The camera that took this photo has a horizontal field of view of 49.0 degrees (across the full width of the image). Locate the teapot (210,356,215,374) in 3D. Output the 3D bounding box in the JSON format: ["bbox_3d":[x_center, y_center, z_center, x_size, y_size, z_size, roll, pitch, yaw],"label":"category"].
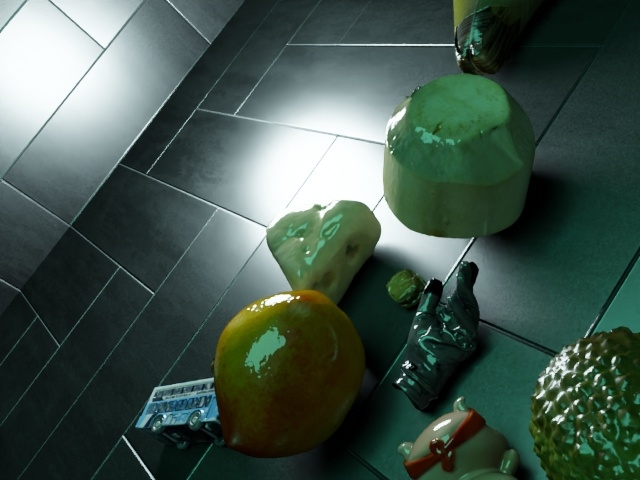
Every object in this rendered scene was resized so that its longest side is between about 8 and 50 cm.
[{"bbox_3d":[-0.204,0.292,1.652,0.129,0.078,0.098,-36,-5,32],"label":"teapot"}]

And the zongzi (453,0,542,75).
[{"bbox_3d":[0.470,-0.545,1.662,0.317,0.154,0.289,-16,54,30],"label":"zongzi"}]

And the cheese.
[{"bbox_3d":[0.001,0.001,1.613,0.251,0.173,0.248,-50,44,0],"label":"cheese"}]

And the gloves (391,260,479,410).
[{"bbox_3d":[0.216,0.167,1.278,0.142,0.119,0.286,25,91,43],"label":"gloves"}]

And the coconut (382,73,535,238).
[{"bbox_3d":[0.269,-0.151,1.384,0.323,0.323,0.323,-28,40,26],"label":"coconut"}]

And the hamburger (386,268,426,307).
[{"bbox_3d":[0.178,0.098,1.442,0.076,0.044,0.083,-44,33,10],"label":"hamburger"}]

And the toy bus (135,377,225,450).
[{"bbox_3d":[-0.289,0.397,1.611,0.297,0.106,0.131,-18,41,38],"label":"toy bus"}]

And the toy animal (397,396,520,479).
[{"bbox_3d":[0.216,0.354,1.069,0.171,0.171,0.198,-40,43,12],"label":"toy animal"}]

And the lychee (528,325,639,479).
[{"bbox_3d":[0.399,0.241,0.886,0.270,0.270,0.320,-51,-1,-4],"label":"lychee"}]

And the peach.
[{"bbox_3d":[-0.061,0.257,1.340,0.289,0.289,0.308,-22,23,32],"label":"peach"}]
